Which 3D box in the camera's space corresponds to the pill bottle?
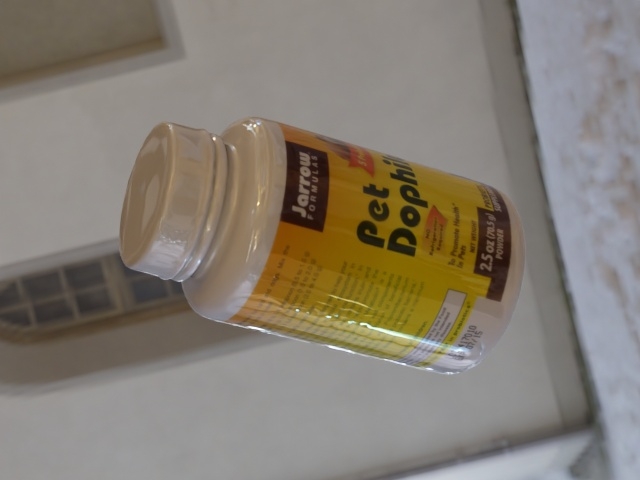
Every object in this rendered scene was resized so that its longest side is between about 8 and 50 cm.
[{"bbox_3d":[0.000,0.000,0.872,0.117,0.215,0.117,-46,37,50],"label":"pill bottle"}]
